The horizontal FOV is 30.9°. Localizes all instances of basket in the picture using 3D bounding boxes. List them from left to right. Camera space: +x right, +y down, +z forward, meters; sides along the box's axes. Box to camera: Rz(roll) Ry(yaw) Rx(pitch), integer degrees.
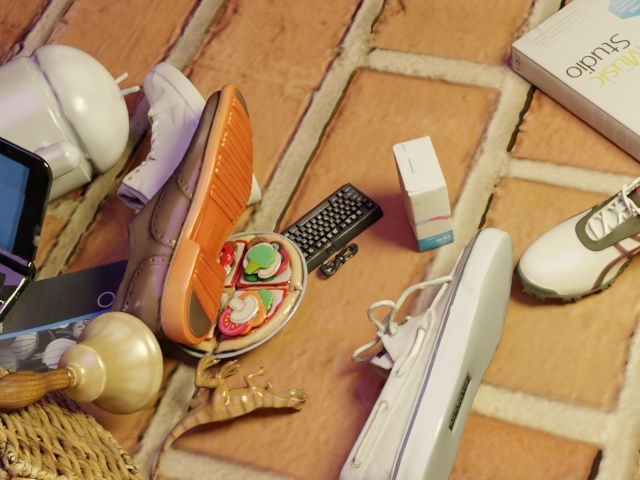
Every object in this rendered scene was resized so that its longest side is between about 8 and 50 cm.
[{"bbox_3d":[-0.343,0.296,1.273,0.299,0.213,0.223,31,92,54],"label":"basket"}]

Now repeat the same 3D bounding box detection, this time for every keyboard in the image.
[{"bbox_3d":[0.000,0.000,1.533,0.180,0.023,0.108,-38,55,-14],"label":"keyboard"}]

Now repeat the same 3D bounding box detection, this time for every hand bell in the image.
[{"bbox_3d":[-0.291,0.157,1.289,0.126,0.242,0.126,2,95,23],"label":"hand bell"}]

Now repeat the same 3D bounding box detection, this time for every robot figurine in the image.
[{"bbox_3d":[-0.421,-0.146,1.630,0.353,0.200,0.300,-28,35,-6],"label":"robot figurine"}]

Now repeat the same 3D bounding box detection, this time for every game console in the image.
[{"bbox_3d":[-0.514,-0.022,1.454,0.293,0.173,0.250,25,63,9],"label":"game console"}]

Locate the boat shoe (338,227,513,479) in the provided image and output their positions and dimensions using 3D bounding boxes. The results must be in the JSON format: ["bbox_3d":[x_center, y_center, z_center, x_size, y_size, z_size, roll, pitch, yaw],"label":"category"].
[{"bbox_3d":[0.108,0.138,1.349,0.156,0.136,0.367,12,68,25],"label":"boat shoe"}]

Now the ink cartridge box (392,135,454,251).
[{"bbox_3d":[0.132,-0.059,1.480,0.052,0.122,0.088,-16,53,2],"label":"ink cartridge box"}]

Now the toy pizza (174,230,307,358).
[{"bbox_3d":[-0.113,0.062,1.485,0.201,0.032,0.201,-14,47,16],"label":"toy pizza"}]

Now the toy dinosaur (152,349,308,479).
[{"bbox_3d":[-0.123,0.197,1.392,0.211,0.064,0.112,-20,53,-1],"label":"toy dinosaur"}]

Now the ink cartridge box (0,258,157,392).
[{"bbox_3d":[-0.379,0.136,1.500,0.332,0.065,0.165,-15,53,4],"label":"ink cartridge box"}]

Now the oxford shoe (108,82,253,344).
[{"bbox_3d":[-0.177,-0.047,1.472,0.133,0.130,0.364,3,60,20],"label":"oxford shoe"}]

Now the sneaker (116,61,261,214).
[{"bbox_3d":[-0.225,-0.126,1.627,0.169,0.108,0.292,-29,54,-12],"label":"sneaker"}]

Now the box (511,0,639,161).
[{"bbox_3d":[0.452,-0.233,1.572,0.232,0.058,0.322,-36,55,-13],"label":"box"}]

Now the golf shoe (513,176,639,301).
[{"bbox_3d":[0.358,-0.022,1.402,0.273,0.120,0.105,-24,54,-3],"label":"golf shoe"}]
